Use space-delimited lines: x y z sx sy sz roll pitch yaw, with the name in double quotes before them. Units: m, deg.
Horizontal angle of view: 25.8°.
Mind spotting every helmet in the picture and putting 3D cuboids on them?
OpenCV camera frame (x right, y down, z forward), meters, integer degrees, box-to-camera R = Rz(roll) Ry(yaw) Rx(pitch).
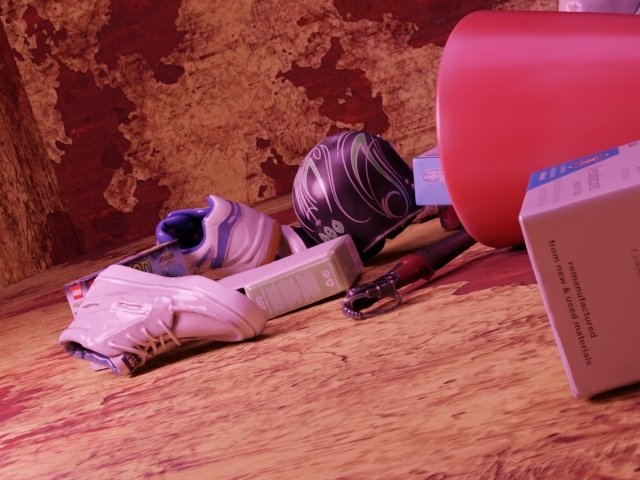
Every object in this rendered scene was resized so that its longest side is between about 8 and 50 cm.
"helmet" 0.043 -0.064 1.865 0.169 0.161 0.169 -37 -7 -5

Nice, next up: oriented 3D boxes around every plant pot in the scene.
"plant pot" 0.291 -0.129 1.519 0.243 0.275 0.275 -3 13 31

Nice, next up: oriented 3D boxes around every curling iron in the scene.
"curling iron" 0.115 0.031 1.530 0.068 0.035 0.274 -8 11 40

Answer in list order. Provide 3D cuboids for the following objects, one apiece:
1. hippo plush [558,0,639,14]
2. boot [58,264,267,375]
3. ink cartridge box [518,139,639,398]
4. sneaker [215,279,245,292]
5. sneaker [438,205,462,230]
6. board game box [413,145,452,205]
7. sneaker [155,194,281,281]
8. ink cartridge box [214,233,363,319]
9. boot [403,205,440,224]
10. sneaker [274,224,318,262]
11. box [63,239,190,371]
"hippo plush" 0.416 -0.184 1.742 0.294 0.234 0.236 -2 44 14
"boot" -0.183 0.107 1.584 0.258 0.095 0.123 6 54 41
"ink cartridge box" 0.300 -0.019 0.927 0.307 0.129 0.223 -17 5 13
"sneaker" -0.150 0.034 2.079 0.083 0.087 0.221 -22 7 -38
"sneaker" 0.212 -0.042 1.907 0.057 0.047 0.119 -8 1 -29
"board game box" 0.285 -0.109 1.896 0.242 0.064 0.316 0 12 21
"sneaker" -0.189 0.012 1.938 0.296 0.131 0.112 -29 41 40
"ink cartridge box" -0.071 0.061 1.730 0.235 0.056 0.171 -21 5 10
"boot" 0.151 -0.047 2.176 0.087 0.042 0.118 -10 8 14
"sneaker" 0.000 0.000 1.967 0.121 0.079 0.217 -18 5 -10
"box" -0.233 0.079 1.774 0.036 0.114 0.207 -15 7 31
